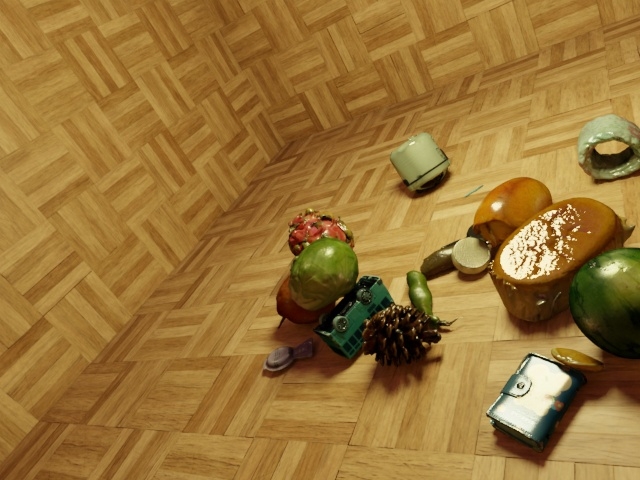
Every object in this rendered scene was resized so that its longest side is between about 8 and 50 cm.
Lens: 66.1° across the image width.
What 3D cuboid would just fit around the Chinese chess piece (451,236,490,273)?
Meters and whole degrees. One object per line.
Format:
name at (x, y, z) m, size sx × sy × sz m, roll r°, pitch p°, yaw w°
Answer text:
Chinese chess piece at (0.484, 0.049, 1.582) m, size 0.122 × 0.051 × 0.122 m, roll -5°, pitch 59°, yaw 7°

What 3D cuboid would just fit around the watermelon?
watermelon at (0.673, 0.136, 1.063) m, size 0.242 × 0.242 × 0.242 m, roll -25°, pitch 26°, yaw 13°

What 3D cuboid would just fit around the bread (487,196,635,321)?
bread at (0.636, 0.040, 1.337) m, size 0.389 × 0.183 × 0.236 m, roll -38°, pitch 29°, yaw -14°

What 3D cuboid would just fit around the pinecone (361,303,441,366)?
pinecone at (0.227, 0.265, 1.388) m, size 0.213 × 0.168 × 0.185 m, roll -14°, pitch 25°, yaw 35°

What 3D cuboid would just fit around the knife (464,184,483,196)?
knife at (0.623, -0.201, 1.995) m, size 0.091 × 0.005 × 0.014 m, roll -33°, pitch 24°, yaw -5°

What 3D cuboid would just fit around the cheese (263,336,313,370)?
cheese at (-0.111, 0.393, 1.674) m, size 0.191 × 0.042 × 0.105 m, roll -23°, pitch 27°, yaw 14°

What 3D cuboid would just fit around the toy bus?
toy bus at (0.116, 0.241, 1.576) m, size 0.256 × 0.147 × 0.128 m, roll -45°, pitch 18°, yaw -20°

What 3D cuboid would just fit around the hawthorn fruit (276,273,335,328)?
hawthorn fruit at (-0.069, 0.217, 1.782) m, size 0.262 × 0.210 × 0.210 m, roll -38°, pitch 24°, yaw 12°

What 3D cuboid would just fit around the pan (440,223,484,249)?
pan at (0.532, -0.016, 1.731) m, size 0.235 × 0.028 × 0.136 m, roll -23°, pitch 26°, yaw 17°

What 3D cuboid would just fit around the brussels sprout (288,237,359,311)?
brussels sprout at (0.006, 0.103, 1.581) m, size 0.244 × 0.244 × 0.244 m, roll -25°, pitch 26°, yaw 13°

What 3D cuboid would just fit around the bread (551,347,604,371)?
bread at (0.576, 0.266, 1.104) m, size 0.110 × 0.024 × 0.110 m, roll 13°, pitch 8°, yaw -2°

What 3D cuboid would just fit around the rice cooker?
rice cooker at (0.444, -0.342, 2.186) m, size 0.226 × 0.244 × 0.226 m, roll -35°, pitch -3°, yaw -2°

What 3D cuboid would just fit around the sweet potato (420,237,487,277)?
sweet potato at (0.443, 0.048, 1.657) m, size 0.244 × 0.077 × 0.077 m, roll -29°, pitch 25°, yaw 11°

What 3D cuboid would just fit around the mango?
mango at (0.647, -0.098, 1.598) m, size 0.350 × 0.199 × 0.201 m, roll -32°, pitch 51°, yaw -32°

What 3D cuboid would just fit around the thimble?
thimble at (0.960, -0.304, 1.611) m, size 0.211 × 0.185 × 0.149 m, roll 1°, pitch 40°, yaw 26°

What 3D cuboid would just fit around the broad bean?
broad bean at (0.335, 0.184, 1.558) m, size 0.098 × 0.056 × 0.318 m, roll -26°, pitch 30°, yaw -4°

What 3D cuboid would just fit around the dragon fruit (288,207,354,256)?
dragon fruit at (0.000, 0.000, 1.982) m, size 0.269 × 0.291 × 0.250 m, roll -37°, pitch 21°, yaw -15°

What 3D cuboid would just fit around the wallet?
wallet at (0.476, 0.351, 1.091) m, size 0.202 × 0.059 × 0.141 m, roll -44°, pitch 35°, yaw -22°
